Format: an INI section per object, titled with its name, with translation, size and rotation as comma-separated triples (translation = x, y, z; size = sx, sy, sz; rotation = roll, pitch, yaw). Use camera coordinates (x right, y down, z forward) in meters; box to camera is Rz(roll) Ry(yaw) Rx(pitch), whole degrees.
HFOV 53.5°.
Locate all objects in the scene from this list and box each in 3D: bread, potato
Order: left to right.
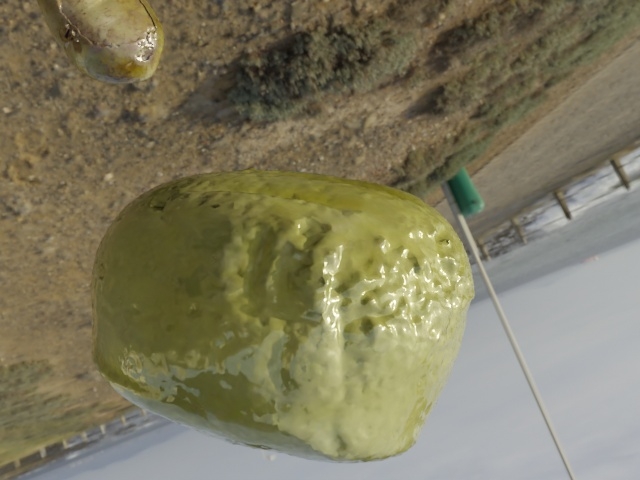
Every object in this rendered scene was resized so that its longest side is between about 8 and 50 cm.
[potato]
translation = -0.234, -0.235, 0.674
size = 0.107, 0.170, 0.080
rotation = -33, 170, -33
[bread]
translation = -0.032, 0.048, 0.558
size = 0.321, 0.237, 0.320
rotation = 9, 176, 1
